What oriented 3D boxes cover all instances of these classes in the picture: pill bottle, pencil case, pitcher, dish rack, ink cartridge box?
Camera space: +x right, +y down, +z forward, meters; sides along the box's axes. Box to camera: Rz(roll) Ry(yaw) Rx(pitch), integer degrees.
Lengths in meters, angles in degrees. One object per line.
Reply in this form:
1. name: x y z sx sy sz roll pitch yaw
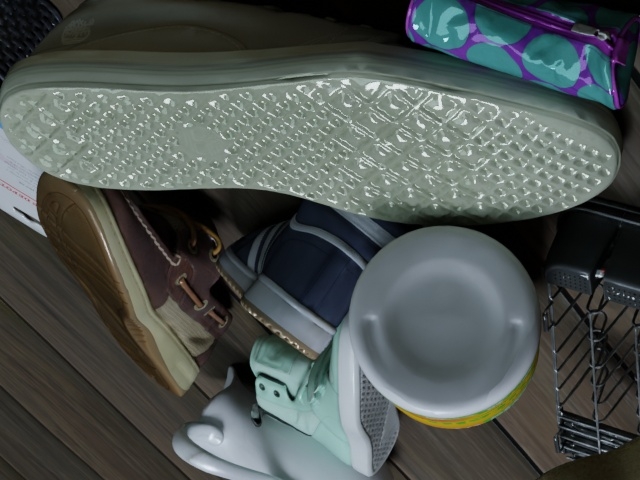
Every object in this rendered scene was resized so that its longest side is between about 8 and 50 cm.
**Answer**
1. pill bottle: 0.100 0.074 1.322 0.136 0.136 0.246 27 175 10
2. pencil case: 0.131 -0.136 1.103 0.151 0.064 0.070 20 165 19
3. pitcher: -0.041 0.226 1.725 0.207 0.178 0.125 32 110 7
4. dish rack: 0.269 0.104 1.305 0.208 0.074 0.271 18 142 26
5. ink cartridge box: -0.240 -0.073 1.559 0.104 0.061 0.181 31 150 0

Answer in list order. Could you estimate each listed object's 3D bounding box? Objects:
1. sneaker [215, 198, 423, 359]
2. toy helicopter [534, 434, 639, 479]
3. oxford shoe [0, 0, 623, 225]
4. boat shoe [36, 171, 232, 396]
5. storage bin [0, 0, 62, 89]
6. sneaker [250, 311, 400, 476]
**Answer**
1. sneaker: 0.000 0.000 1.427 0.099 0.153 0.282 36 -179 -11
2. toy helicopter: 0.293 0.115 1.127 0.355 0.140 0.235 -29 148 11
3. oxford shoe: -0.008 -0.107 1.235 0.449 0.130 0.169 6 141 14
4. boat shoe: -0.150 0.014 1.551 0.123 0.123 0.342 37 163 32
5. storage bin: -0.318 -0.193 1.429 0.180 0.084 0.122 41 150 -17
6. sneaker: -0.007 0.119 1.600 0.151 0.094 0.256 25 149 18
